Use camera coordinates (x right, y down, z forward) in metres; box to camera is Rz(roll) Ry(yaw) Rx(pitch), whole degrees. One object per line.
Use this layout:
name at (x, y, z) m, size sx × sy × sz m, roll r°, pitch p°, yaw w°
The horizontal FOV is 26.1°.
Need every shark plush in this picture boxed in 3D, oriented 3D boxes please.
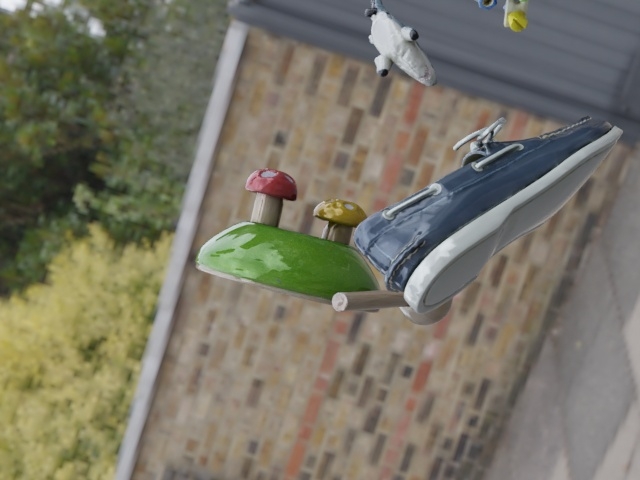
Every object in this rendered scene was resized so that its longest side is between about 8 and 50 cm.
shark plush at (0.093, -0.254, 1.765) m, size 0.073 × 0.067 × 0.161 m, roll -58°, pitch 41°, yaw 17°

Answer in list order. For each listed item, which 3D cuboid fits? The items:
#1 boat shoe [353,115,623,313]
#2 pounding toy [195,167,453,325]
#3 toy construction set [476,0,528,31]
boat shoe at (0.127, -0.036, 1.017) m, size 0.254 × 0.079 × 0.095 m, roll -35°, pitch -21°, yaw -31°
pounding toy at (0.000, 0.000, 1.303) m, size 0.183 × 0.237 × 0.110 m, roll 13°, pitch -90°, yaw -49°
toy construction set at (0.295, -0.496, 2.131) m, size 0.328 × 0.215 × 0.151 m, roll -64°, pitch 23°, yaw 25°
